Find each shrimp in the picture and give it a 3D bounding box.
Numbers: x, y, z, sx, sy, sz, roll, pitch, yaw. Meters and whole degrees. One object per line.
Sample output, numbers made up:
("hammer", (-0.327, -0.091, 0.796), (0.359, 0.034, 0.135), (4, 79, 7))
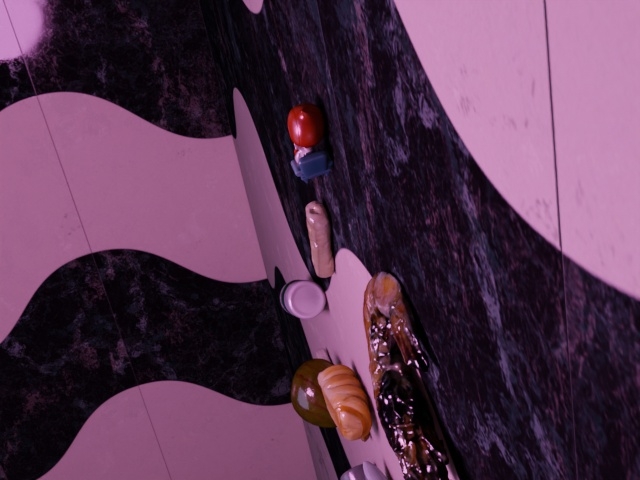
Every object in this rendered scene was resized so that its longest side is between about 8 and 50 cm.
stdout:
("shrimp", (0.117, 0.194, 1.132), (0.364, 0.071, 0.233), (-108, 12, -49))

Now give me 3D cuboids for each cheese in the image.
("cheese", (0.000, 0.000, 1.600), (0.194, 0.044, 0.064), (81, 174, -50))

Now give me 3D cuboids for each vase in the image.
("vase", (0.123, 0.612, 1.823), (0.086, 0.086, 0.214), (87, 160, -57))

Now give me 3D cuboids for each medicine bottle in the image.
("medicine bottle", (-0.048, 0.142, 2.002), (0.260, 0.095, 0.095), (162, 92, -83))

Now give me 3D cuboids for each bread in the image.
("bread", (0.056, 0.341, 1.716), (0.177, 0.084, 0.119), (-120, 15, -57))

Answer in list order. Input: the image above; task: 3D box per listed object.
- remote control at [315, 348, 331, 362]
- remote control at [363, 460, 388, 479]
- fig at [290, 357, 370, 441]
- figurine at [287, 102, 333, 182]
("remote control", (0.019, 0.338, 2.128), (0.122, 0.032, 0.074), (-118, 14, -57))
("remote control", (0.155, 0.564, 1.613), (0.293, 0.051, 0.103), (-124, 19, -54))
("fig", (0.042, 0.388, 1.910), (0.259, 0.151, 0.151), (32, 146, 35))
("figurine", (-0.021, -0.164, 1.337), (0.075, 0.068, 0.140), (-111, 7, -46))
